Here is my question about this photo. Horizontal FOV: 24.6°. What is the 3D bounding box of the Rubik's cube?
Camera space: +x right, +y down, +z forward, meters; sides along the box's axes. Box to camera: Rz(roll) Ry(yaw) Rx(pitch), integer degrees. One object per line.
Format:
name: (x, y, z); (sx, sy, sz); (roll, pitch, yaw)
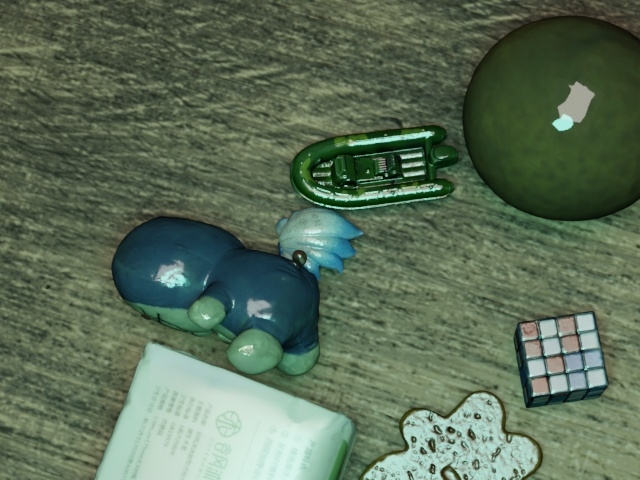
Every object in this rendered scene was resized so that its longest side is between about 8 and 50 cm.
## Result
Rubik's cube: (0.282, 0.142, 1.735); (0.092, 0.092, 0.092); (-9, 76, 1)

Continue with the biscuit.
biscuit: (0.143, 0.284, 1.736); (0.236, 0.039, 0.180); (-37, 80, -6)

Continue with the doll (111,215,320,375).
doll: (-0.126, 0.061, 1.726); (0.258, 0.228, 0.154); (15, 93, 23)

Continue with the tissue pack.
tissue pack: (-0.137, 0.326, 1.665); (0.266, 0.194, 0.356); (20, 79, 8)

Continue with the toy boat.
toy boat: (0.067, -0.089, 1.828); (0.210, 0.052, 0.104); (-6, 71, 2)

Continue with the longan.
longan: (0.297, -0.140, 1.737); (0.258, 0.258, 0.258); (-1, 76, 4)

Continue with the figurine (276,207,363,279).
figurine: (0.000, 0.000, 1.802); (0.114, 0.079, 0.114); (-3, 39, 2)
